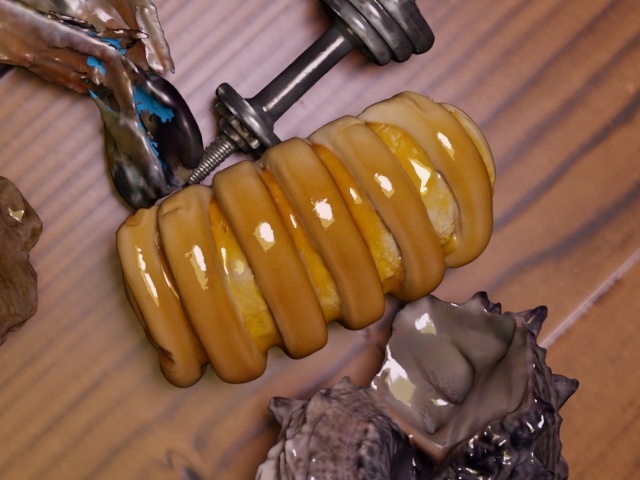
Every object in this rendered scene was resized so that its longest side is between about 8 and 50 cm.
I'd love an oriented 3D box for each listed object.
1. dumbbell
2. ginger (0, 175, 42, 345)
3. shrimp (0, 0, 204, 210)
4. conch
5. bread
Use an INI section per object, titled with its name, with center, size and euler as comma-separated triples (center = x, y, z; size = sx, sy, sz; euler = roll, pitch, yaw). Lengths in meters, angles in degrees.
[dumbbell]
center = -0.013, -0.133, 1.258
size = 0.254, 0.110, 0.110
euler = -44, 95, -1
[ginger]
center = -0.312, -0.029, 1.219
size = 0.166, 0.080, 0.333
euler = -22, 96, -21
[shrimp]
center = -0.253, -0.208, 1.201
size = 0.445, 0.110, 0.221
euler = 48, 63, -5
[conch]
center = 0.073, 0.173, 1.238
size = 0.241, 0.186, 0.313
euler = 34, 82, 6
[bread]
center = 0.000, 0.000, 1.223
size = 0.311, 0.121, 0.173
euler = -27, 126, -6
